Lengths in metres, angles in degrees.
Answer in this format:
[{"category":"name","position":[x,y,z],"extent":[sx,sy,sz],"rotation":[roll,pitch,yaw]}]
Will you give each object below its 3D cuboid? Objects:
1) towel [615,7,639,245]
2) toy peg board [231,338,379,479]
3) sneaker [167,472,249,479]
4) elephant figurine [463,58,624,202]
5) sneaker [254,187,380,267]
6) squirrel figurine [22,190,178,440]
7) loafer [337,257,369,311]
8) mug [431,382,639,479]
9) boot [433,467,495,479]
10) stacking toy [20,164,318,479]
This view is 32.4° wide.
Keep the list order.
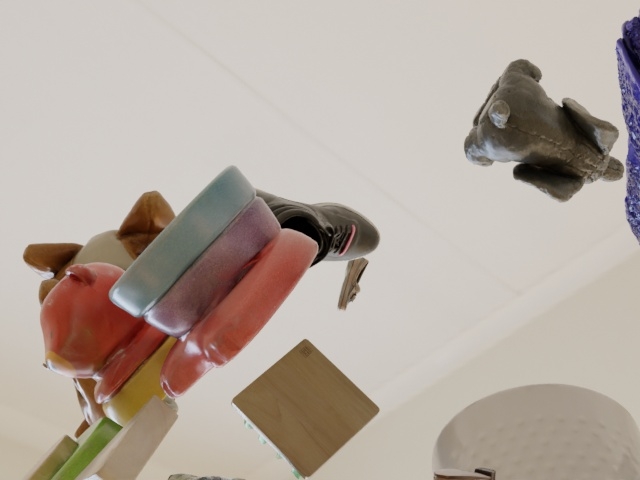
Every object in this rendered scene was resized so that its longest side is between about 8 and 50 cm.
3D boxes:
[{"category":"towel","position":[0.289,-0.018,0.846],"extent":[0.076,0.227,0.308],"rotation":[-18,-32,9]},{"category":"toy peg board","position":[-0.028,0.263,1.658],"extent":[0.161,0.161,0.079],"rotation":[-38,-17,-31]},{"category":"sneaker","position":[-0.106,0.390,1.538],"extent":[0.122,0.110,0.283],"rotation":[-6,-20,19]},{"category":"elephant figurine","position":[0.335,-0.135,1.527],"extent":[0.239,0.186,0.169],"rotation":[30,-36,-1]},{"category":"sneaker","position":[0.000,0.000,1.716],"extent":[0.296,0.147,0.104],"rotation":[14,-75,-36]},{"category":"squirrel figurine","position":[-0.326,0.188,1.927],"extent":[0.281,0.370,0.397],"rotation":[-19,-40,6]},{"category":"loafer","position":[0.061,0.078,2.029],"extent":[0.039,0.125,0.045],"rotation":[15,-35,0]},{"category":"mug","position":[0.330,0.374,1.320],"extent":[0.374,0.328,0.276],"rotation":[-14,-51,11]},{"category":"boot","position":[0.125,0.244,0.961],"extent":[0.042,0.087,0.118],"rotation":[8,-5,35]},{"category":"stacking toy","position":[-0.161,0.081,0.809],"extent":[0.130,0.279,0.309],"rotation":[43,-42,-5]}]
